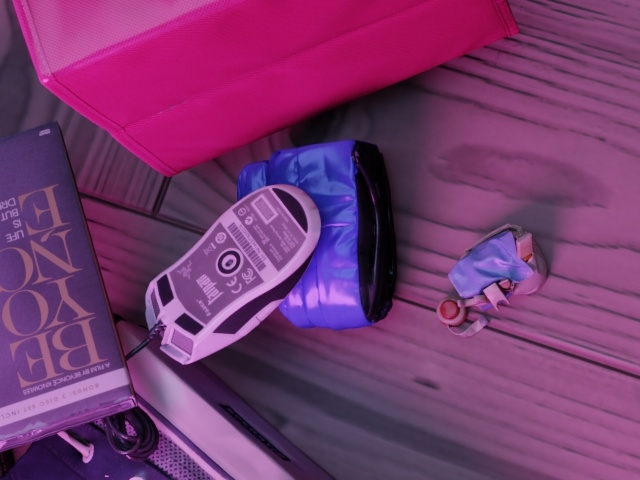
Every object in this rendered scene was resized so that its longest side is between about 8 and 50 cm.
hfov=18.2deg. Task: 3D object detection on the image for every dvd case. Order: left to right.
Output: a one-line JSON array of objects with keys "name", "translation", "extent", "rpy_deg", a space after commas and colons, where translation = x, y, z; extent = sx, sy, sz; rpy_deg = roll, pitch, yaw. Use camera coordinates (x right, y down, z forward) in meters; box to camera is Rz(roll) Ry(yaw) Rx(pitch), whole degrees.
[{"name": "dvd case", "translation": [-0.220, 0.036, 1.267], "extent": [0.164, 0.018, 0.221], "rpy_deg": [-18, 58, -2]}]

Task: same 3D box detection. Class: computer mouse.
[{"name": "computer mouse", "translation": [-0.072, 0.044, 1.254], "extent": [0.193, 0.042, 0.106], "rpy_deg": [-39, 56, 5]}]

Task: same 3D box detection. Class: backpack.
[{"name": "backpack", "translation": [0.000, 0.000, 1.313], "extent": [0.101, 0.098, 0.120], "rpy_deg": [-8, 89, 18]}]

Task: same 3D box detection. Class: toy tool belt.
[{"name": "toy tool belt", "translation": [0.107, 0.024, 1.299], "extent": [0.083, 0.051, 0.052], "rpy_deg": [-36, 72, 6]}]

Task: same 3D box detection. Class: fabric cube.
[{"name": "fabric cube", "translation": [-0.051, -0.223, 1.238], "extent": [0.258, 0.259, 0.254], "rpy_deg": [-22, 75, 8]}]

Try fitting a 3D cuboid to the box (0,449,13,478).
[{"name": "box", "translation": [-0.351, 0.158, 1.352], "extent": [0.247, 0.142, 0.163], "rpy_deg": [-21, 74, 10]}]

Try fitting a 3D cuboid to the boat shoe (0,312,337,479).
[{"name": "boat shoe", "translation": [-0.061, 0.205, 1.281], "extent": [0.340, 0.127, 0.158], "rpy_deg": [40, 95, 28]}]
